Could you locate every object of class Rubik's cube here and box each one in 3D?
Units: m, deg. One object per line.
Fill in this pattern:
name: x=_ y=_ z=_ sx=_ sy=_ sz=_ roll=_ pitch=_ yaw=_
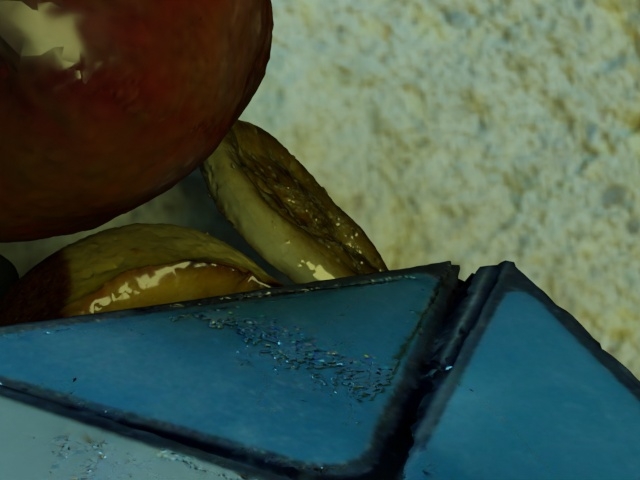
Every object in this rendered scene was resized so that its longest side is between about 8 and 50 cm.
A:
Rubik's cube: x=-0.012 y=0.206 z=0.597 sx=0.307 sy=0.305 sz=0.310 roll=-7 pitch=124 yaw=-27

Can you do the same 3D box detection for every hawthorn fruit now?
hawthorn fruit: x=-0.118 y=-0.096 z=0.687 sx=0.261 sy=0.224 sz=0.224 roll=27 pitch=65 yaw=-69

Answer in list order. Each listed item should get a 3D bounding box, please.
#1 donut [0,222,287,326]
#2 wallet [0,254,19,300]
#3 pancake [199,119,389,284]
donut: x=-0.072 y=0.072 z=0.726 sx=0.166 sy=0.073 sz=0.184 roll=-33 pitch=131 yaw=1
wallet: x=-0.257 y=0.010 z=0.689 sx=0.245 sy=0.052 sz=0.168 roll=39 pitch=70 yaw=-21
pancake: x=0.000 y=0.000 z=0.777 sx=0.028 sy=0.158 sz=0.158 roll=-43 pitch=107 yaw=10
